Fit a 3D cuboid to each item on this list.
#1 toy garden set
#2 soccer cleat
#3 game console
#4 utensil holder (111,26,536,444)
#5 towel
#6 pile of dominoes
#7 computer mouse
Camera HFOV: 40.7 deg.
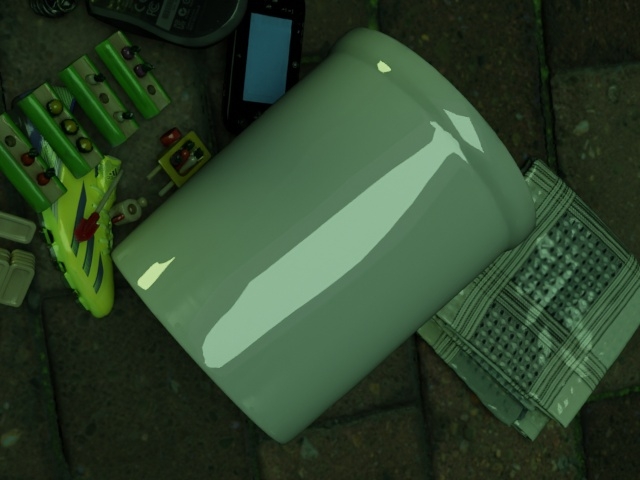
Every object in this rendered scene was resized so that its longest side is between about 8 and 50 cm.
[{"bbox_3d":[-0.243,-0.112,1.013,0.204,0.049,0.244,56,47,-21],"label":"toy garden set"},{"bbox_3d":[-0.288,-0.048,1.049,0.121,0.093,0.289,-20,100,-21],"label":"soccer cleat"},{"bbox_3d":[-0.050,-0.310,1.105,0.213,0.044,0.361,3,98,-27],"label":"game console"},{"bbox_3d":[0.000,0.000,1.021,0.385,0.327,0.327,-43,104,-6],"label":"utensil holder"},{"bbox_3d":[0.314,0.093,1.255,0.312,0.056,0.324,43,83,-15],"label":"towel"},{"bbox_3d":[-0.468,0.022,1.003,0.251,0.040,0.196,19,112,-26],"label":"pile of dominoes"},{"bbox_3d":[-0.199,-0.310,1.033,0.272,0.072,0.188,25,91,14],"label":"computer mouse"}]
